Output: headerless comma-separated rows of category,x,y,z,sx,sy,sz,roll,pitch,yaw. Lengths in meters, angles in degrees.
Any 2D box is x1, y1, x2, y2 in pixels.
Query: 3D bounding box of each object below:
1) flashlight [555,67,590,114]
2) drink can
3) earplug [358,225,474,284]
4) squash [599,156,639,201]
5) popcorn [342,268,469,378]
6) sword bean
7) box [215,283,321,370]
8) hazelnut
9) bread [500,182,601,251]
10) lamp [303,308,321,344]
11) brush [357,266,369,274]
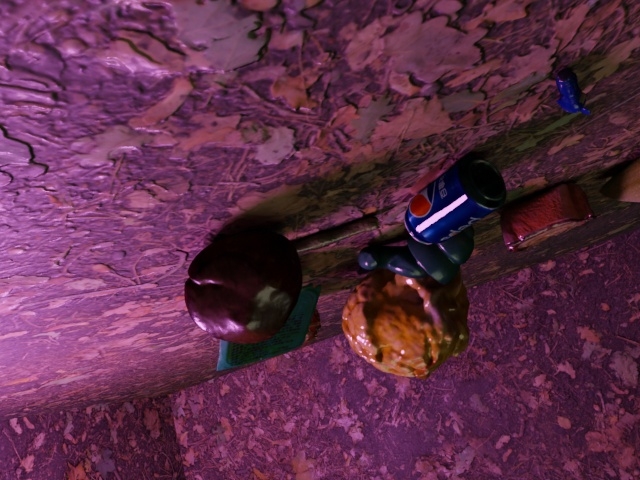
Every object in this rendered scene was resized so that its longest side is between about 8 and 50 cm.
flashlight,0.387,-0.232,0.765,0.121,0.057,0.035,22,102,-54
drink can,0.262,-0.074,0.986,0.118,0.118,0.205,-7,159,-30
earplug,0.257,0.021,1.286,0.280,0.164,0.257,-36,122,19
squash,0.885,-0.146,1.269,0.189,0.189,0.260,-12,158,-17
popcorn,0.264,0.224,1.504,0.390,0.344,0.354,-26,-169,7
sword bean,0.001,0.000,1.092,0.269,0.038,0.043,-19,-172,3
box,-0.159,0.206,1.340,0.264,0.106,0.336,-11,142,-25
hazelnut,-0.139,0.090,0.949,0.234,0.218,0.218,-22,162,13
bread,0.618,-0.065,1.357,0.244,0.123,0.190,-25,163,22
lamp,-0.128,0.270,1.589,0.274,0.177,0.177,0,155,-40
brush,0.151,0.075,1.501,0.063,0.016,0.193,-18,163,-6
